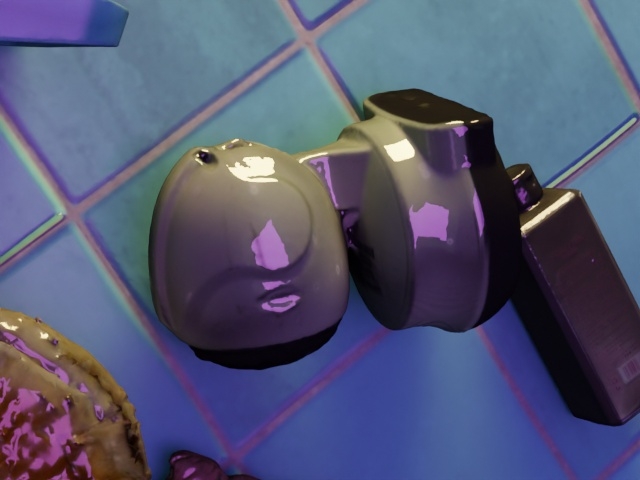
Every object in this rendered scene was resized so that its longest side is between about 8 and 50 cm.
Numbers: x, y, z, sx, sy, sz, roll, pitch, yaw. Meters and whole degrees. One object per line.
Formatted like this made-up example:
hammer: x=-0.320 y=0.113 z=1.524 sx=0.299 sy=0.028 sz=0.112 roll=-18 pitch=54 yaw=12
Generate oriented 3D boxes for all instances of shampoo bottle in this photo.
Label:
shampoo bottle: x=0.219 y=0.045 z=1.480 sx=0.080 sy=0.079 sz=0.246 roll=-35 pitch=108 yaw=-20

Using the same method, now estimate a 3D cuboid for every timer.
timer: x=-0.278 y=-0.158 z=1.147 sx=0.250 sy=0.232 sz=0.091 roll=12 pitch=90 yaw=-24

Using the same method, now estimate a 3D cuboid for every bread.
bread: x=-0.274 y=0.194 z=1.216 sx=0.305 sy=0.159 sz=0.306 roll=-1 pitch=92 yaw=-22

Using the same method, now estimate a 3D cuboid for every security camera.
security camera: x=0.000 y=0.000 z=1.321 sx=0.277 sy=0.197 sz=0.191 roll=-12 pitch=108 yaw=-18

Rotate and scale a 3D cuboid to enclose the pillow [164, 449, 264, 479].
pillow: x=-0.058 y=0.304 z=1.367 sx=0.236 sy=0.084 sz=0.223 roll=19 pitch=87 yaw=-23
